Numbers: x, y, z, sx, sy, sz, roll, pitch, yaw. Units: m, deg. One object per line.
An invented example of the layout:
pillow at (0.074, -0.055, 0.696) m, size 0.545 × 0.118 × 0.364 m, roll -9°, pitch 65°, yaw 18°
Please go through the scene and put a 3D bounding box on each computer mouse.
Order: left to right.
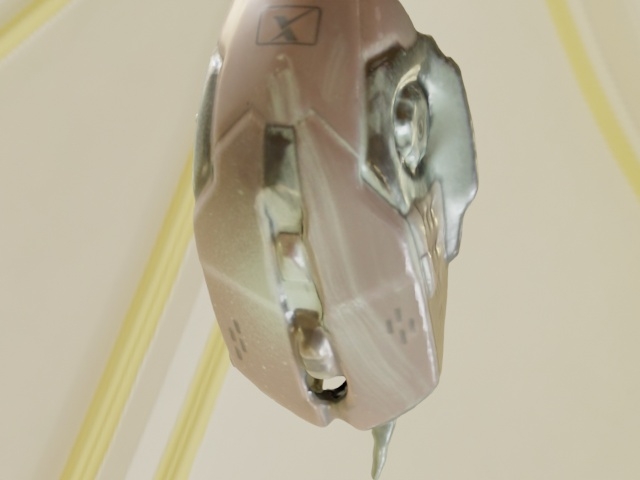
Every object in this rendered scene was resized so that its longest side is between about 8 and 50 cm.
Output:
computer mouse at (-0.003, 0.001, 1.114) m, size 0.200 × 0.389 × 0.115 m, roll 3°, pitch -159°, yaw 25°
